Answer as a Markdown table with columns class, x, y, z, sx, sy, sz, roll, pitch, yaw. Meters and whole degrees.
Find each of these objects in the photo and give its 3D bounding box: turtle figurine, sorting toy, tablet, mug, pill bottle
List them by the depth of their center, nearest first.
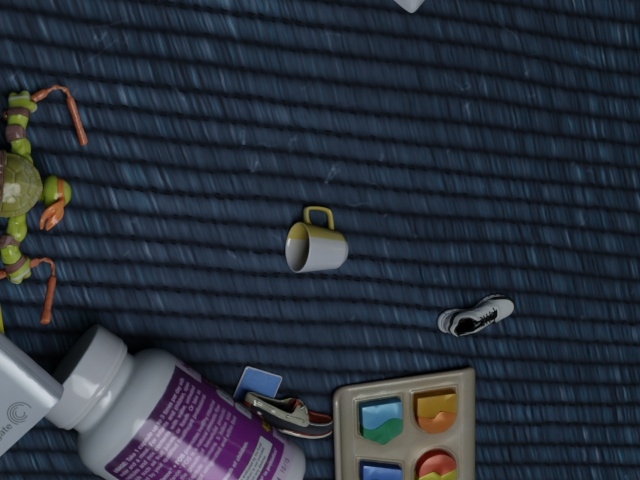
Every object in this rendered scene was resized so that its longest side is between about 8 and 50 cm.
| class | x | y | z | sx | sy | sz | roll | pitch | yaw |
| --- | --- | --- | --- | --- | --- | --- | --- | --- | --- |
| turtle figurine | -0.366 | -0.047 | 1.524 | 0.217 | 0.087 | 0.269 | 4 | 87 | -14 |
| pill bottle | -0.180 | 0.233 | 1.655 | 0.301 | 0.169 | 0.169 | 38 | 92 | -15 |
| mug | 0.001 | 0.003 | 1.719 | 0.064 | 0.062 | 0.078 | 5 | 112 | -29 |
| tablet | -0.087 | 0.204 | 1.780 | 0.054 | 0.006 | 0.083 | 19 | 99 | -24 |
| sorting toy | 0.117 | 0.273 | 1.860 | 0.208 | 0.038 | 0.193 | -8 | 110 | -18 |

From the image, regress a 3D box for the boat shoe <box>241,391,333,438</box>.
| class | x | y | z | sx | sy | sz | roll | pitch | yaw |
| --- | --- | --- | --- | --- | --- | --- | --- | --- | --- |
| boat shoe | -0.041 | 0.221 | 1.777 | 0.137 | 0.049 | 0.043 | 12 | 101 | -27 |

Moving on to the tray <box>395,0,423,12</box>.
| class | x | y | z | sx | sy | sz | roll | pitch | yaw |
| --- | --- | --- | --- | --- | --- | --- | --- | --- | --- |
| tray | 0.064 | -0.401 | 1.625 | 0.270 | 0.030 | 0.145 | 38 | 91 | -26 |

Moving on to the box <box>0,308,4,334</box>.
| class | x | y | z | sx | sy | sz | roll | pitch | yaw |
| --- | --- | --- | --- | --- | --- | --- | --- | --- | --- |
| box | -0.384 | 0.140 | 1.596 | 0.043 | 0.105 | 0.179 | -13 | 111 | -20 |

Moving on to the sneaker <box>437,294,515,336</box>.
| class | x | y | z | sx | sy | sz | roll | pitch | yaw |
| --- | --- | --- | --- | --- | --- | --- | --- | --- | --- |
| sneaker | 0.211 | 0.103 | 1.836 | 0.109 | 0.044 | 0.040 | -19 | 111 | -15 |

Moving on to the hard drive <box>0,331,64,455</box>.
| class | x | y | z | sx | sy | sz | roll | pitch | yaw |
| --- | --- | --- | --- | --- | --- | --- | --- | --- | --- |
| hard drive | -0.486 | 0.126 | 1.500 | 0.233 | 0.047 | 0.353 | -42 | 108 | 11 |
